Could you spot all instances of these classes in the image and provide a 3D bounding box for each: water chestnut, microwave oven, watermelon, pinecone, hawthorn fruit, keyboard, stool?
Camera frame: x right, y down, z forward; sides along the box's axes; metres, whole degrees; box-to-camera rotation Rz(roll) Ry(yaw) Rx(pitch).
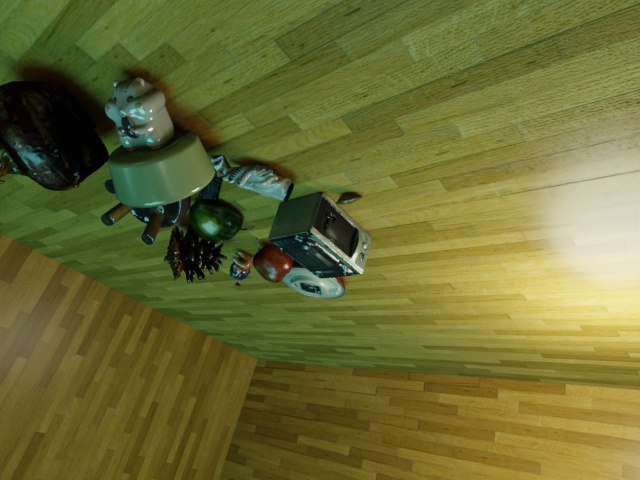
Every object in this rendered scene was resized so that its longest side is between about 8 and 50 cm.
[{"bbox_3d":[-0.840,-0.287,1.307,0.335,0.347,0.335,52,163,23],"label":"water chestnut"},{"bbox_3d":[0.000,0.000,1.552,0.238,0.181,0.295,-11,143,40],"label":"microwave oven"},{"bbox_3d":[-0.411,-0.058,1.728,0.204,0.127,0.232,-4,153,28],"label":"watermelon"},{"bbox_3d":[-0.534,0.058,1.895,0.264,0.264,0.264,13,153,7],"label":"pinecone"},{"bbox_3d":[-0.221,0.081,1.875,0.203,0.162,0.163,40,147,-12],"label":"hawthorn fruit"},{"bbox_3d":[-0.389,-0.195,1.570,0.072,0.023,0.231,20,153,-12],"label":"keyboard"},{"bbox_3d":[-0.611,-0.137,1.538,0.272,0.178,0.271,7,126,10],"label":"stool"}]

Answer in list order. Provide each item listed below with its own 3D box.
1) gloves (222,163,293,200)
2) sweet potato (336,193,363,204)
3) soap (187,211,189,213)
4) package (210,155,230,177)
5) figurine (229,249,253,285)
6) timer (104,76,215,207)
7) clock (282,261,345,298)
[{"bbox_3d":[-0.198,-0.188,1.400,0.229,0.097,0.119,13,148,-4],"label":"gloves"},{"bbox_3d":[0.091,-0.134,1.414,0.095,0.034,0.034,-12,143,25],"label":"sweet potato"},{"bbox_3d":[-0.545,-0.120,1.805,0.089,0.012,0.034,-10,143,41],"label":"soap"},{"bbox_3d":[-0.325,-0.238,1.443,0.059,0.029,0.083,-17,146,10],"label":"package"},{"bbox_3d":[-0.378,0.133,2.085,0.102,0.111,0.195,39,151,0],"label":"figurine"},{"bbox_3d":[-0.480,-0.291,1.236,0.291,0.290,0.315,5,127,21],"label":"timer"},{"bbox_3d":[-0.040,0.198,2.055,0.319,0.080,0.318,12,153,6],"label":"clock"}]
